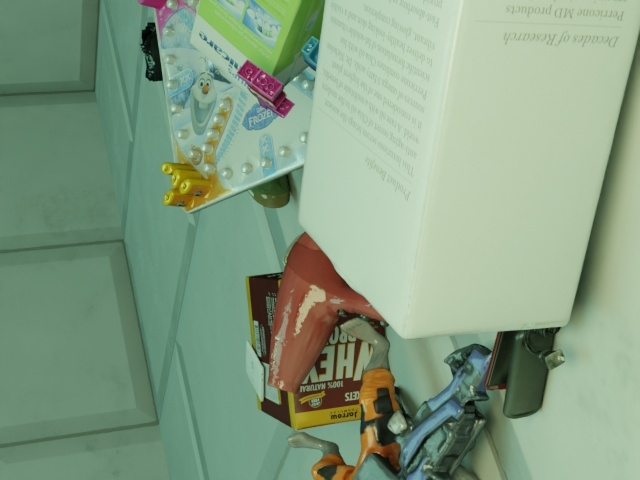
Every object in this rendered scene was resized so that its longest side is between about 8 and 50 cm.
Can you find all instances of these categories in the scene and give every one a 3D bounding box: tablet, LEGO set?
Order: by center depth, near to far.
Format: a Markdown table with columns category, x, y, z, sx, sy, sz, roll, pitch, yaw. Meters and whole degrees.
| category | x | y | z | sx | sy | sz | roll | pitch | yaw |
| --- | --- | --- | --- | --- | --- | --- | --- | --- | --- |
| LEGO set | 0.034 | -0.130 | 1.135 | 0.227 | 0.087 | 0.093 | 36 | 173 | 11 |
| tablet | -0.091 | 0.178 | 1.486 | 0.083 | 0.006 | 0.054 | -130 | 38 | -61 |

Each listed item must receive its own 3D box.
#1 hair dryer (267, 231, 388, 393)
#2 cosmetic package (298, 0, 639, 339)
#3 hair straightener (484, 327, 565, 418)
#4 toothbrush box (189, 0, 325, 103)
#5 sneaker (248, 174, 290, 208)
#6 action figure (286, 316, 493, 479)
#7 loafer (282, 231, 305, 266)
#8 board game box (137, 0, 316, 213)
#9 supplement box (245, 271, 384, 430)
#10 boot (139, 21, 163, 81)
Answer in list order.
| category | x | y | z | sx | sy | sz | roll | pitch | yaw |
| --- | --- | --- | --- | --- | --- | --- | --- | --- | --- |
| hair dryer | 0.031 | 0.058 | 1.172 | 0.293 | 0.080 | 0.223 | -48 | 37 | 25 |
| cosmetic package | 0.117 | -0.177 | 0.842 | 0.230 | 0.162 | 0.453 | -131 | 45 | -57 |
| hair straightener | 0.200 | 0.070 | 0.938 | 0.089 | 0.047 | 0.230 | -119 | 33 | -49 |
| toothbrush box | -0.011 | -0.308 | 1.151 | 0.122 | 0.206 | 0.283 | 41 | 152 | 8 |
| sneaker | -0.093 | -0.136 | 1.718 | 0.192 | 0.064 | 0.086 | -114 | 20 | -51 |
| action figure | 0.110 | 0.230 | 1.163 | 0.341 | 0.179 | 0.330 | -55 | 41 | 19 |
| loafer | 0.000 | 0.000 | 1.416 | 0.045 | 0.125 | 0.039 | 44 | 163 | 8 |
| board game box | -0.107 | -0.271 | 1.465 | 0.390 | 0.050 | 0.389 | -19 | 75 | 43 |
| supplement box | -0.007 | 0.135 | 1.434 | 0.194 | 0.129 | 0.191 | 178 | 86 | -72 |
| boot | -0.165 | -0.262 | 1.670 | 0.246 | 0.207 | 0.094 | -114 | 23 | -45 |
